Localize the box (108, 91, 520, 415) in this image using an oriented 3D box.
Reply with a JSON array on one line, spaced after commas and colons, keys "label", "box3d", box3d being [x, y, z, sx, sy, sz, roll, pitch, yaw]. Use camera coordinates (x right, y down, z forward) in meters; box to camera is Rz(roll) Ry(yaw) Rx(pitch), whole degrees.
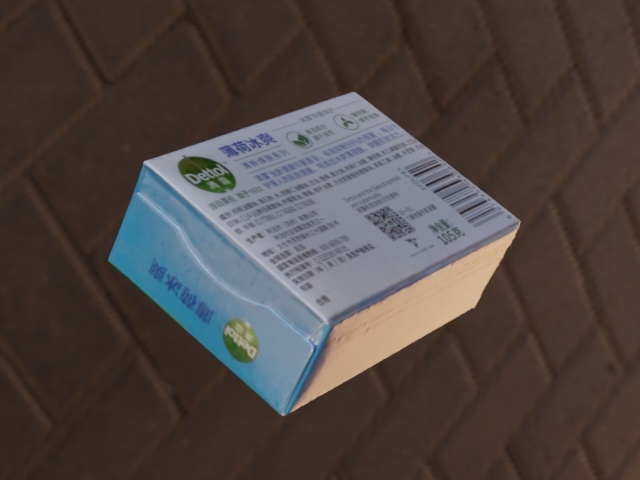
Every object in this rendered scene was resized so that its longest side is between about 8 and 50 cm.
[{"label": "box", "box3d": [0.000, 0.000, 0.951, 0.194, 0.139, 0.073, -24, 147, -49]}]
